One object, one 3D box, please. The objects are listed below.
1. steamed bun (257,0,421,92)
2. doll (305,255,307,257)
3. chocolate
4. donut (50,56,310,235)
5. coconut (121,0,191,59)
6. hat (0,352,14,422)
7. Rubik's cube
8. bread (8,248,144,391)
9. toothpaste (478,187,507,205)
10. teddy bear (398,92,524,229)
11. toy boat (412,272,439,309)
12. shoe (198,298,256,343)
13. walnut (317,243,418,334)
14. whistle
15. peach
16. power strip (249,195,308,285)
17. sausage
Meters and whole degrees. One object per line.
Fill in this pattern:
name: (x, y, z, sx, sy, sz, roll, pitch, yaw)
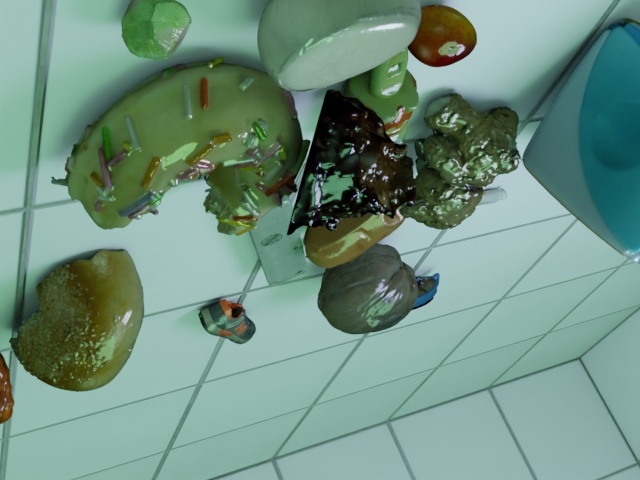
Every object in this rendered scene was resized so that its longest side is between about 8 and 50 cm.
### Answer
steamed bun: (0.020, -0.296, 1.288, 0.228, 0.131, 0.177, -22, 166, -11)
doll: (0.001, 0.001, 2.007, 0.114, 0.039, 0.057, -57, -176, 37)
chocolate: (0.064, -0.104, 1.449, 0.177, 0.224, 0.206, 14, 166, -2)
donut: (-0.170, -0.125, 1.434, 0.371, 0.150, 0.307, 5, 139, -50)
coconut: (-0.208, -0.265, 1.202, 0.082, 0.081, 0.083, -57, 143, -12)
hat: (-0.670, 0.387, 1.685, 0.285, 0.401, 0.285, -10, 163, -3)
Rubik's cube: (0.642, -0.168, 1.806, 0.352, 0.347, 0.352, 9, 122, -49)
bread: (-0.440, 0.175, 1.743, 0.314, 0.192, 0.171, -39, 154, 30)
toothpaste: (0.331, -0.089, 2.155, 0.190, 0.031, 0.048, -11, 156, -22)
teddy bear: (0.259, -0.132, 1.808, 0.267, 0.156, 0.256, 0, 139, -46)
toy boat: (0.211, 0.121, 2.415, 0.223, 0.100, 0.097, -16, 120, -32)
shoe: (-0.189, 0.177, 2.152, 0.077, 0.074, 0.194, -38, 152, 16)
walnut: (0.101, 0.111, 2.144, 0.224, 0.224, 0.224, -21, 156, -10)
whistle: (0.098, -0.218, 1.557, 0.131, 0.106, 0.288, -25, 158, -20)
peach: (0.184, -0.308, 1.462, 0.100, 0.101, 0.101, -21, 156, -10)
power strip: (-0.090, -0.013, 1.859, 0.091, 0.062, 0.385, -23, 157, -5)
sausage: (0.069, -0.037, 1.886, 0.241, 0.120, 0.136, -34, 156, 11)
